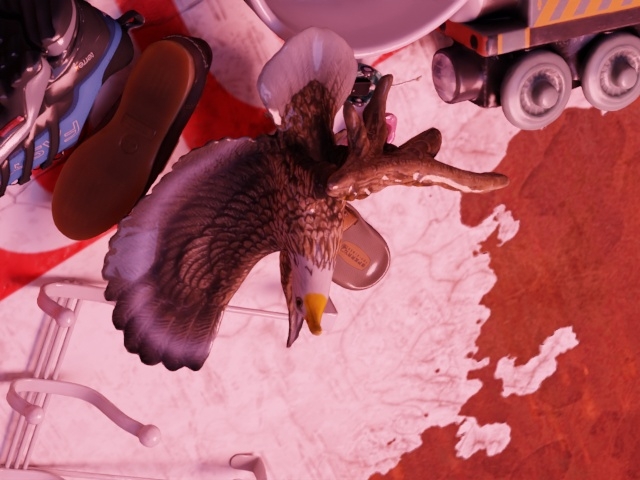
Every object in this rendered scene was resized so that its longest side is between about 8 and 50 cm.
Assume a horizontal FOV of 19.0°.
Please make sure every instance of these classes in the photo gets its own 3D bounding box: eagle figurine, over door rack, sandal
[{"bbox_3d":[-0.030,-0.013,1.639,0.226,0.225,0.298,39,142,-17],"label":"eagle figurine"},{"bbox_3d":[-0.142,0.159,1.830,0.324,0.108,0.239,3,121,-35],"label":"over door rack"},{"bbox_3d":[0.000,0.000,1.836,0.090,0.060,0.219,-47,135,6],"label":"sandal"}]

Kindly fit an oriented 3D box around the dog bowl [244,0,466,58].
[{"bbox_3d":[0.031,-0.292,1.607,0.265,0.104,0.265,-18,131,-22],"label":"dog bowl"}]

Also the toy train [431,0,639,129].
[{"bbox_3d":[0.252,-0.225,1.792,0.334,0.142,0.190,-14,117,-23],"label":"toy train"}]

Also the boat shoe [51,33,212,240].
[{"bbox_3d":[-0.158,-0.088,1.660,0.207,0.073,0.073,-52,174,19],"label":"boat shoe"}]

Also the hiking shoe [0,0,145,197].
[{"bbox_3d":[-0.265,-0.073,1.573,0.304,0.113,0.132,-49,146,17],"label":"hiking shoe"}]

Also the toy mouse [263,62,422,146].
[{"bbox_3d":[0.031,-0.119,1.787,0.143,0.031,0.161,-38,135,-3],"label":"toy mouse"}]
